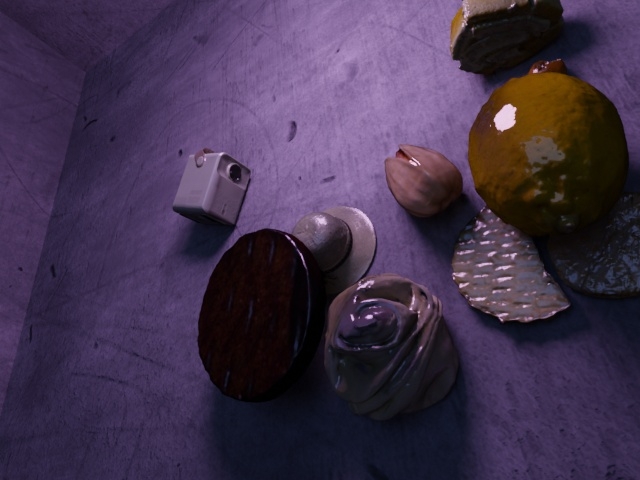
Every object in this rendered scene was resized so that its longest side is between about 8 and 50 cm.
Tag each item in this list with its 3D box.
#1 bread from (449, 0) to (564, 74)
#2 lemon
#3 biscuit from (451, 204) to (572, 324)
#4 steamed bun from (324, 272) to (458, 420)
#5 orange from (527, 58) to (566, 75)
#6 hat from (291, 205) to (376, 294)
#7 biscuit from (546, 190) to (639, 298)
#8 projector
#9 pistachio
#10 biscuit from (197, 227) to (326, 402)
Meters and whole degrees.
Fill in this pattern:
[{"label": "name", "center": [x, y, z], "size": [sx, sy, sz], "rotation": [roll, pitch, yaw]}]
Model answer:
[{"label": "bread", "center": [0.433, -0.512, 1.042], "size": [0.256, 0.186, 0.124], "rotation": [-12, 57, 21]}, {"label": "lemon", "center": [0.416, -0.154, 0.814], "size": [0.285, 0.285, 0.316], "rotation": [-36, 61, 15]}, {"label": "biscuit", "center": [0.363, 0.054, 0.903], "size": [0.187, 0.036, 0.274], "rotation": [-25, 56, 22]}, {"label": "steamed bun", "center": [0.121, 0.208, 0.887], "size": [0.267, 0.207, 0.280], "rotation": [-24, 58, 23]}, {"label": "orange", "center": [0.511, -0.375, 0.997], "size": [0.086, 0.062, 0.086], "rotation": [-15, 63, 30]}, {"label": "hat", "center": [0.000, 0.000, 1.125], "size": [0.257, 0.130, 0.257], "rotation": [-16, 59, 29]}, {"label": "biscuit", "center": [0.535, 0.004, 0.809], "size": [0.219, 0.033, 0.220], "rotation": [-18, 57, 31]}, {"label": "projector", "center": [-0.351, -0.178, 1.439], "size": [0.177, 0.163, 0.243], "rotation": [4, 72, 35]}, {"label": "pistachio", "center": [0.228, -0.145, 1.024], "size": [0.157, 0.157, 0.229], "rotation": [-44, 38, 9]}, {"label": "biscuit", "center": [-0.144, 0.174, 1.055], "size": [0.407, 0.091, 0.408], "rotation": [-17, 63, 36]}]
